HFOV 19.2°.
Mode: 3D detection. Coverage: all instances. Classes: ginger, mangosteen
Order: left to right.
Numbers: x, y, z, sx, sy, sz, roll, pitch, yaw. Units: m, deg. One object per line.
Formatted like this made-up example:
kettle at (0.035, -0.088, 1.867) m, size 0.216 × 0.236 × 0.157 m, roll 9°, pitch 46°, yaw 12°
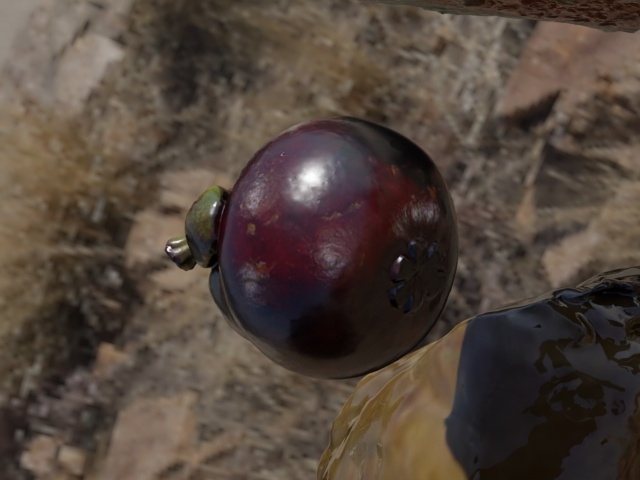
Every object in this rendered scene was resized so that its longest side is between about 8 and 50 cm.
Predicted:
mangosteen at (0.003, 0.000, 0.569) m, size 0.081 × 0.081 × 0.081 m, roll -20°, pitch 62°, yaw 41°
ginger at (0.108, 0.139, 0.929) m, size 0.269 × 0.200 × 0.223 m, roll -26°, pitch 78°, yaw 64°

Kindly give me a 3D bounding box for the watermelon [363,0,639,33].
watermelon at (0.128, -0.149, 0.695) m, size 0.193 × 0.140 × 0.256 m, roll -58°, pitch 18°, yaw -12°
